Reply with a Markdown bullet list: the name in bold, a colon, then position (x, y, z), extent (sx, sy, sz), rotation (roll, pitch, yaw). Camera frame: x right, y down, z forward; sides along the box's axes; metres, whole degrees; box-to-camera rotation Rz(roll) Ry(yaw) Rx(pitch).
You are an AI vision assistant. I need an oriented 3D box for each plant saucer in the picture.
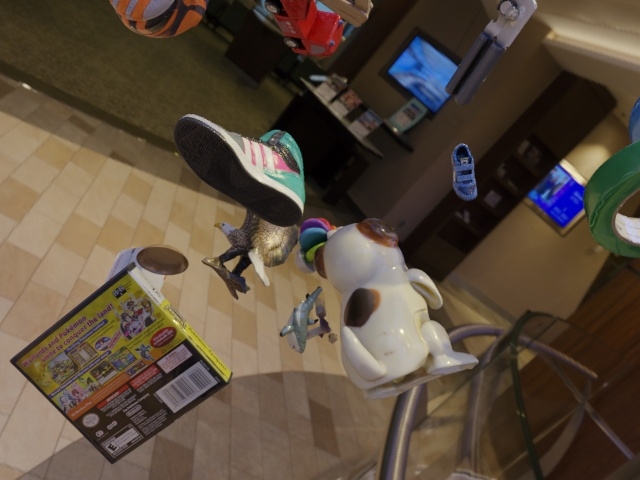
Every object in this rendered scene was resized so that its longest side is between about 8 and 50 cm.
- **plant saucer**: position (-0.256, 0.029, 0.888), extent (0.083, 0.083, 0.015), rotation (29, 44, -34)

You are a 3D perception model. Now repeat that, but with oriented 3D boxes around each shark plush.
- **shark plush**: position (-0.036, 0.187, 1.319), extent (0.067, 0.161, 0.073), rotation (27, -11, 9)

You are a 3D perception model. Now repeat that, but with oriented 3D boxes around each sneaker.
- **sneaker**: position (-0.141, -0.175, 1.087), extent (0.295, 0.123, 0.179), rotation (39, 36, -24)
- **sneaker**: position (-0.183, -0.434, 0.785), extent (0.124, 0.321, 0.180), rotation (40, 0, -8)
- **sneaker**: position (0.344, -0.166, 1.310), extent (0.059, 0.053, 0.144), rotation (73, 8, -72)

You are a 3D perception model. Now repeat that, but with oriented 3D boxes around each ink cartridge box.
- **ink cartridge box**: position (-0.380, 0.070, 1.136), extent (0.056, 0.135, 0.099), rotation (37, 60, -39)

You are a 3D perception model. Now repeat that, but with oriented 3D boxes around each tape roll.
- **tape roll**: position (0.714, -0.085, 1.110), extent (0.321, 0.321, 0.077), rotation (31, 47, -30)

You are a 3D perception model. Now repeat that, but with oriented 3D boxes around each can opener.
- **can opener**: position (0.393, -0.437, 1.245), extent (0.093, 0.280, 0.074), rotation (-12, 56, -44)

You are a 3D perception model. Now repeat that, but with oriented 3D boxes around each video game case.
- **video game case**: position (-0.326, 0.209, 0.897), extent (0.248, 0.274, 0.035), rotation (51, 13, -11)

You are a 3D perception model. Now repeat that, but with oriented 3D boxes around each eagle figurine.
- **eagle figurine**: position (-0.172, -0.023, 1.396), extent (0.225, 0.298, 0.226), rotation (38, -20, -5)

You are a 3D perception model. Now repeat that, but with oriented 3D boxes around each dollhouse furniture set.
- **dollhouse furniture set**: position (-0.012, 0.225, 1.499), extent (0.091, 0.081, 0.114), rotation (48, 25, -40)

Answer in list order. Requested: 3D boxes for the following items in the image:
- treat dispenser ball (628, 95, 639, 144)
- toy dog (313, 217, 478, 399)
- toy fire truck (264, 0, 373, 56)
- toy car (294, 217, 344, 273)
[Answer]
- **treat dispenser ball**: position (0.950, -0.299, 1.393), extent (0.288, 0.288, 0.288), rotation (37, 17, -14)
- **toy dog**: position (0.125, 0.156, 1.327), extent (0.395, 0.284, 0.408), rotation (9, 55, -43)
- **toy fire truck**: position (0.005, -0.255, 0.565), extent (0.135, 0.047, 0.192), rotation (19, -10, 22)
- **toy car**: position (0.000, 0.000, 1.528), extent (0.136, 0.159, 0.182), rotation (60, 21, 3)
